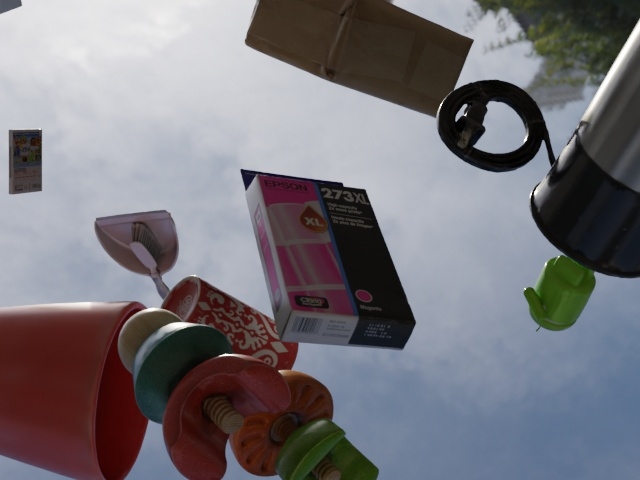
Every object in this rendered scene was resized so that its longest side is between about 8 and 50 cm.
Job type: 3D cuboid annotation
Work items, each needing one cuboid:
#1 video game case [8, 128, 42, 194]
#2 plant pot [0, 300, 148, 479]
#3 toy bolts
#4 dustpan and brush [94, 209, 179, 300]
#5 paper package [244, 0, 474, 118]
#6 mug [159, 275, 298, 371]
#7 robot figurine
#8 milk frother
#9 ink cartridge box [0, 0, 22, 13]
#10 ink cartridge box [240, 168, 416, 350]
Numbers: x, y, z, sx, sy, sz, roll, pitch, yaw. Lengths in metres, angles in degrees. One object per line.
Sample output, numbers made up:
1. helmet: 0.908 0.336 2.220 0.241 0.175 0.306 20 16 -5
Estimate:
1. video game case: -0.562 -0.151 1.834 0.011 0.122 0.087 7 -170 22
2. plant pot: -0.392 0.210 1.395 0.243 0.275 0.275 5 -133 7
3. toy bolts: -0.098 0.164 0.800 0.218 0.228 0.158 -42 -137 -12
4. dustpan and brush: -0.304 0.037 1.729 0.147 0.211 0.060 -6 -126 13
5. paper package: 0.069 -0.376 1.821 0.325 0.168 0.309 10 -165 -42
6. mug: -0.121 0.133 1.283 0.169 0.113 0.150 37 -174 -31
7. robot figurine: 0.303 0.067 1.213 0.101 0.115 0.067 -24 -127 -37
8. milk frother: 0.152 -0.076 0.533 0.143 0.134 0.129 16 -141 -8
9. ink cartridge box: -0.374 -0.229 0.855 0.180 0.060 0.104 -28 -117 -23
10. ink cartridge box: 0.000 0.000 1.361 0.176 0.069 0.371 6 -144 -20
